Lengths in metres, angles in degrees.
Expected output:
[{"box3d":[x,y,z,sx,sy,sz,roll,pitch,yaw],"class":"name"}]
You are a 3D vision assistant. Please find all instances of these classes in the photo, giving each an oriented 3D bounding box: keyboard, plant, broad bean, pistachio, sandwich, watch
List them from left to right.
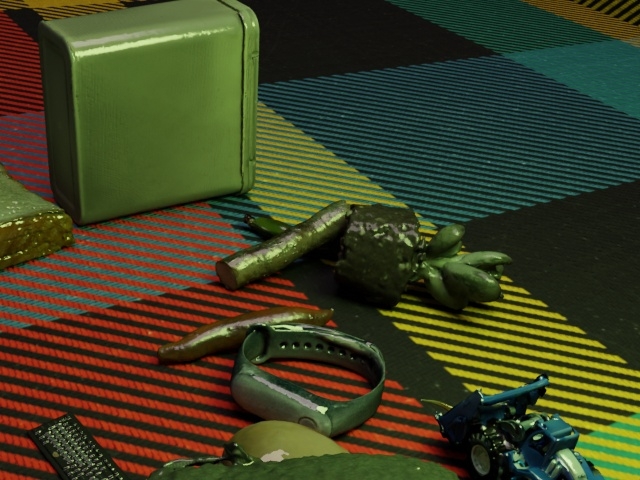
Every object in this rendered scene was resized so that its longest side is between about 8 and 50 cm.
[{"box3d":[-0.556,-0.044,1.540,0.251,0.087,0.226,29,37,35],"class":"sandwich"},{"box3d":[-0.273,0.266,1.115,0.063,0.010,0.198,-20,38,-35],"class":"keyboard"},{"box3d":[-0.023,0.271,1.050,0.185,0.108,0.126,22,69,2],"class":"pistachio"},{"box3d":[-0.019,0.178,1.270,0.206,0.068,0.193,21,28,18],"class":"watch"},{"box3d":[0.000,0.000,1.615,0.297,0.043,0.060,12,20,12],"class":"broad bean"},{"box3d":[0.160,0.028,1.491,0.274,0.149,0.146,14,30,8],"class":"plant"}]

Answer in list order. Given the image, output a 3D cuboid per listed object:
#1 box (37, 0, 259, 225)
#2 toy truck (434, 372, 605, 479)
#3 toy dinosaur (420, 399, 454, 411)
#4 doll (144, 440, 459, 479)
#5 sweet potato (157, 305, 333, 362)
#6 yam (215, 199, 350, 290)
[{"box3d":[-0.292,-0.229,1.658,0.343,0.352,0.177,-16,36,-32],"class":"box"},{"box3d":[0.240,0.241,1.133,0.113,0.126,0.208,-10,37,-29],"class":"toy truck"},{"box3d":[0.220,0.229,1.252,0.180,0.037,0.058,11,25,6],"class":"toy dinosaur"},{"box3d":[-0.008,0.312,0.874,0.349,0.247,0.247,9,29,-2],"class":"doll"},{"box3d":[-0.104,0.130,1.353,0.264,0.057,0.057,-11,33,-17],"class":"sweet potato"},{"box3d":[-0.050,0.007,1.530,0.252,0.061,0.061,-27,41,-26],"class":"yam"}]
